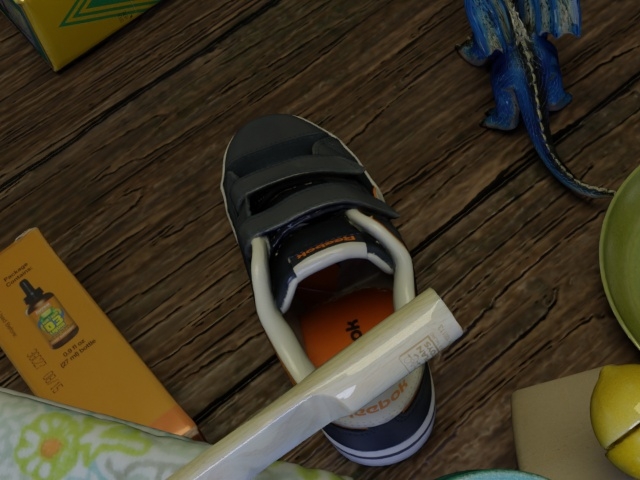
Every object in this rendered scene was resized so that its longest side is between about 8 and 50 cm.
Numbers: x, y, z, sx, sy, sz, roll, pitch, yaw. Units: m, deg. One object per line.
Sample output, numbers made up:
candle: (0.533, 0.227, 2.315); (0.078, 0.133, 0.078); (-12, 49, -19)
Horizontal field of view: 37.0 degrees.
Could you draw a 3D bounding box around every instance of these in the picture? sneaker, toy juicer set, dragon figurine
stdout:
sneaker: (0.000, 0.000, 0.717); (0.126, 0.127, 0.321); (-24, 57, -2)
toy juicer set: (0.100, 0.143, 0.480); (0.329, 0.089, 0.209); (33, 96, -14)
dragon figurine: (0.161, -0.169, 0.775); (0.085, 0.144, 0.289); (-13, 58, 3)

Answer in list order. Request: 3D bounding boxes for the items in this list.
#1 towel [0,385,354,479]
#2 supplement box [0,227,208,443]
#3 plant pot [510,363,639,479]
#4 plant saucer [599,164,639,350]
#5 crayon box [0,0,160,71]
towel: (-0.189, 0.255, 0.566); (0.374, 0.090, 0.321); (10, 77, 20)
supplement box: (-0.177, 0.097, 0.718); (0.078, 0.080, 0.233); (-38, 62, -13)
plant pot: (0.174, 0.145, 0.613); (0.109, 0.109, 0.096); (-15, 46, 1)
plant saucer: (0.325, 0.023, 0.693); (0.240, 0.037, 0.241); (-5, 59, 8)
crayon box: (-0.254, -0.389, 1.008); (0.313, 0.106, 0.363); (-38, 60, -11)
